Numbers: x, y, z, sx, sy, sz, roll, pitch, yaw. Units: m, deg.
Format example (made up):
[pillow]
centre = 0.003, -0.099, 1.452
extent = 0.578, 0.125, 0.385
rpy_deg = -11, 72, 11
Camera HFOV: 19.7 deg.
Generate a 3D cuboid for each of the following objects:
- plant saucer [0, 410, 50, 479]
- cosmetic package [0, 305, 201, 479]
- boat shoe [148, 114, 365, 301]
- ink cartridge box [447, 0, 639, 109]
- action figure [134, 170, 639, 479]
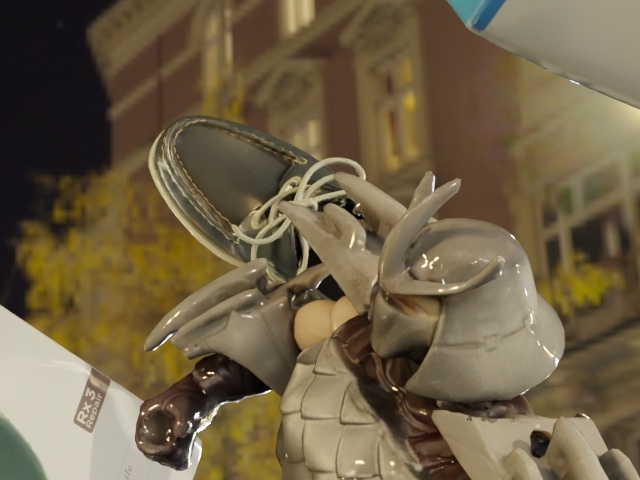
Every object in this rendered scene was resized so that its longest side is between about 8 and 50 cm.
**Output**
[plant saucer]
centre = -0.170, 0.111, 0.541
extent = 0.195, 0.195, 0.037
rpy_deg = 15, 13, -35
[cosmetic package]
centre = -0.259, 0.143, 1.123
extent = 0.156, 0.217, 0.385
rpy_deg = 2, -24, 33
[boat shoe]
centre = 0.000, 0.000, 1.169
extent = 0.254, 0.095, 0.079
rpy_deg = 40, -13, 5
[ink cartridge box]
centre = 0.118, -0.188, 0.747
extent = 0.168, 0.233, 0.171
rpy_deg = 17, -60, -36
[action figure]
centre = 0.003, 0.106, 0.495
extent = 0.099, 0.185, 0.285
rpy_deg = 4, -57, -17
